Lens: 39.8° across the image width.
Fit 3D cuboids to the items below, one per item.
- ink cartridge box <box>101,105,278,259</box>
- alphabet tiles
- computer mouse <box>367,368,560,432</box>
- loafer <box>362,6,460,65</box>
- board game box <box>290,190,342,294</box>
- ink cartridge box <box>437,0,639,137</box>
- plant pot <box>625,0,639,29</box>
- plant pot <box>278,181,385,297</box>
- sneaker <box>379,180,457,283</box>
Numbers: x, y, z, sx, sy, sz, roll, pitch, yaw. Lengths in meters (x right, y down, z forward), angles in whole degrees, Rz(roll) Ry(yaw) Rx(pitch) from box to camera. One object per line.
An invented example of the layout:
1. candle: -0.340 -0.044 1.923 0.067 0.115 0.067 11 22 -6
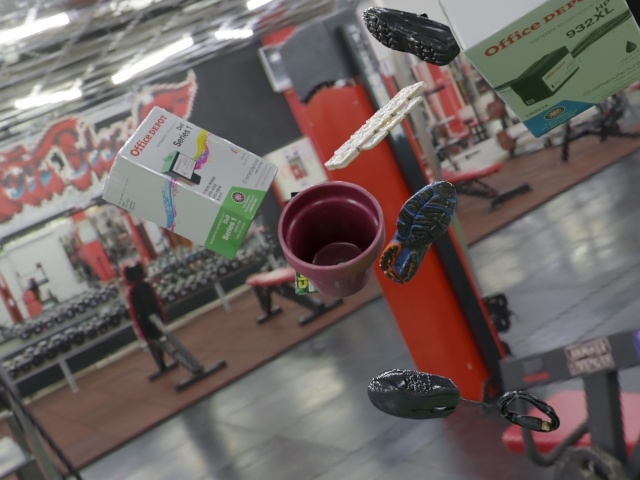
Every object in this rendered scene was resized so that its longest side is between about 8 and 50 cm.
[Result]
1. ink cartridge box: -0.248 -0.115 1.707 0.117 0.278 0.201 -61 5 38
2. alphabet tiles: 0.129 -0.269 2.080 0.284 0.021 0.278 -45 12 -10
3. computer mouse: 0.175 0.205 1.069 0.242 0.071 0.041 10 35 -4
4. loafer: 0.179 -0.403 1.705 0.223 0.076 0.078 32 65 32
5. board game box: 0.000 0.000 2.172 0.136 0.259 0.030 -5 -15 6
6. ink cartridge box: 0.347 -0.314 1.333 0.223 0.129 0.307 -30 -32 21
7. plant pot: 0.553 -0.494 1.765 0.167 0.188 0.187 -23 28 -25
8. plant pot: 0.029 0.015 1.727 0.201 0.201 0.180 -25 -33 -8
9. sneaker: 0.168 -0.026 1.502 0.087 0.083 0.221 -54 -3 -46
